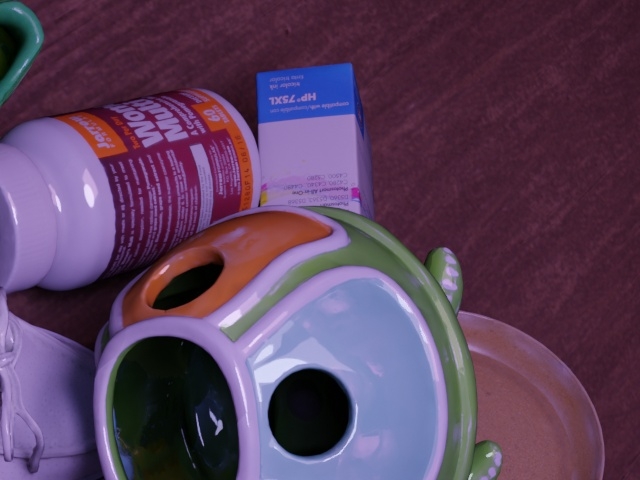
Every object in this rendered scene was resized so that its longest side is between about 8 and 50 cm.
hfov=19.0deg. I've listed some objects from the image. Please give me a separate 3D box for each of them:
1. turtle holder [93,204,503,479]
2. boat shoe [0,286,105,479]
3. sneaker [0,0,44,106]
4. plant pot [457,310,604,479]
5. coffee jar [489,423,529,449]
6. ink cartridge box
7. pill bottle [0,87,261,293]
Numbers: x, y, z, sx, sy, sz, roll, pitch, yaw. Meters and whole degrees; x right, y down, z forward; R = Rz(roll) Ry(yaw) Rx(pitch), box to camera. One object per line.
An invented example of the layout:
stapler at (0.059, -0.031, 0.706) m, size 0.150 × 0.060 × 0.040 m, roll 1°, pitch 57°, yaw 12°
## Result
turtle holder at (-0.040, 0.139, 1.229) m, size 0.227 × 0.243 × 0.320 m, roll -6°, pitch 114°, yaw -60°
boat shoe at (-0.238, 0.075, 1.179) m, size 0.367 × 0.156 × 0.136 m, roll 19°, pitch 59°, yaw -37°
sneaker at (-0.295, -0.088, 1.240) m, size 0.109 × 0.123 × 0.295 m, roll 53°, pitch 46°, yaw -8°
plant pot at (0.097, 0.155, 1.455) m, size 0.236 × 0.032 × 0.236 m, roll 5°, pitch 51°, yaw -6°
coffee jar at (0.177, 0.238, 1.517) m, size 0.096 × 0.079 × 0.184 m, roll -10°, pitch 75°, yaw -42°
ink cartridge box at (0.000, 0.000, 1.438) m, size 0.134 × 0.078 × 0.231 m, roll 73°, pitch 14°, yaw -63°
pill bottle at (-0.156, -0.033, 1.335) m, size 0.221 × 0.121 × 0.121 m, roll -17°, pitch 81°, yaw -45°
